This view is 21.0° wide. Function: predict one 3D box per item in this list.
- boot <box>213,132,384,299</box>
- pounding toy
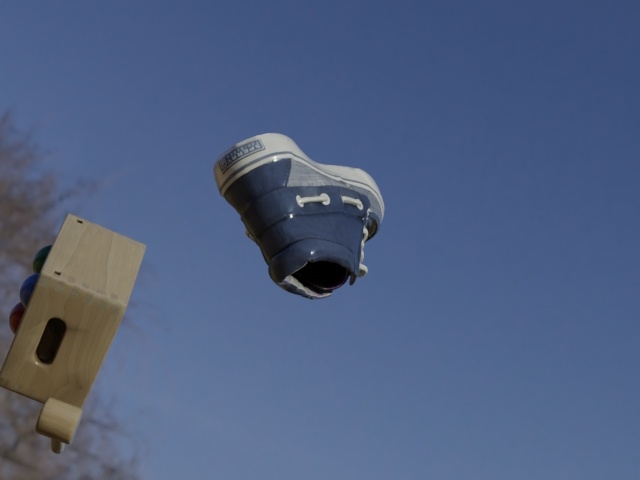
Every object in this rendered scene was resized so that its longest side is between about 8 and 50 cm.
[{"bbox_3d":[0.000,0.000,1.048,0.069,0.086,0.190,-32,-20,17],"label":"boot"},{"bbox_3d":[-0.245,0.104,1.555,0.094,0.206,0.181,23,-66,-7],"label":"pounding toy"}]
